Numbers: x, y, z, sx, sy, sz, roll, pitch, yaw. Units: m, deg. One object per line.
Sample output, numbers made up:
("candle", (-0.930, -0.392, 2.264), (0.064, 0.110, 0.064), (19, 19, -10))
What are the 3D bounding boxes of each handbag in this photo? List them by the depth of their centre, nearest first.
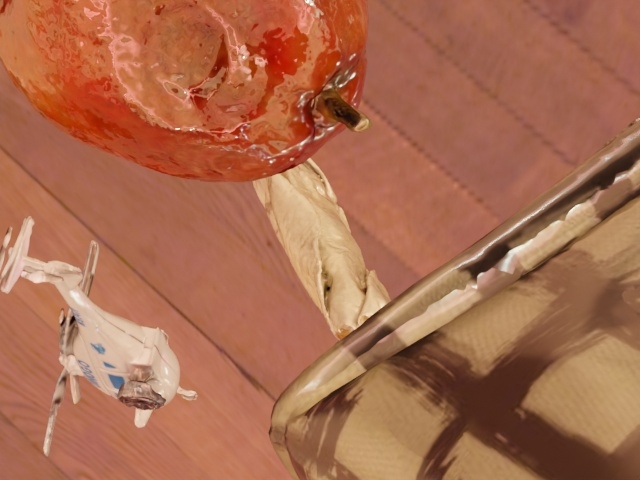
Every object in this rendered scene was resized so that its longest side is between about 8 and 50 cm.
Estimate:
("handbag", (0.185, 0.071, 0.649), (0.327, 0.325, 0.162), (-40, 123, -10))

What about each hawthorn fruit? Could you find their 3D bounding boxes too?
("hawthorn fruit", (-0.070, -0.131, 1.009), (0.224, 0.224, 0.261), (-45, 73, -8))

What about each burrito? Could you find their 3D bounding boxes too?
("burrito", (0.000, 0.000, 1.733), (0.076, 0.117, 0.392), (-30, 39, 1))

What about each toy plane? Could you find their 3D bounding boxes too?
("toy plane", (-0.167, 0.063, 1.318), (0.107, 0.273, 0.182), (7, 48, 12))
